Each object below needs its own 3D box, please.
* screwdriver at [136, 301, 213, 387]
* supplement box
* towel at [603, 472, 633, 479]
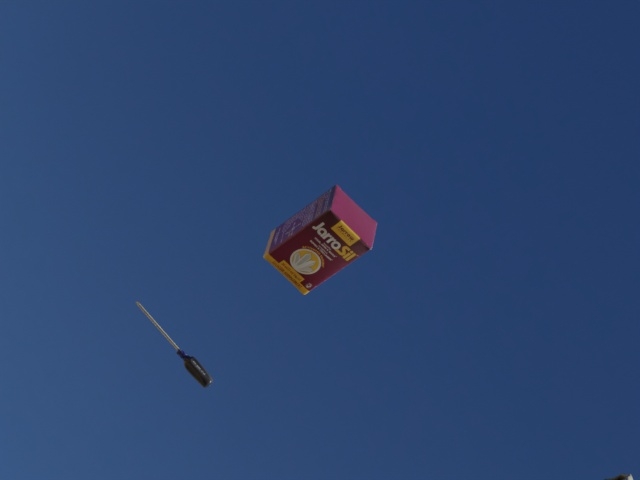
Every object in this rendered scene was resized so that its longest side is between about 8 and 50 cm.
[{"bbox_3d":[-0.224,0.157,1.992,0.170,0.025,0.024,43,-11,7],"label":"screwdriver"},{"bbox_3d":[0.000,0.000,1.154,0.083,0.043,0.055,-36,-69,29],"label":"supplement box"},{"bbox_3d":[0.310,0.371,1.175,0.056,0.312,0.324,-19,-97,15],"label":"towel"}]
